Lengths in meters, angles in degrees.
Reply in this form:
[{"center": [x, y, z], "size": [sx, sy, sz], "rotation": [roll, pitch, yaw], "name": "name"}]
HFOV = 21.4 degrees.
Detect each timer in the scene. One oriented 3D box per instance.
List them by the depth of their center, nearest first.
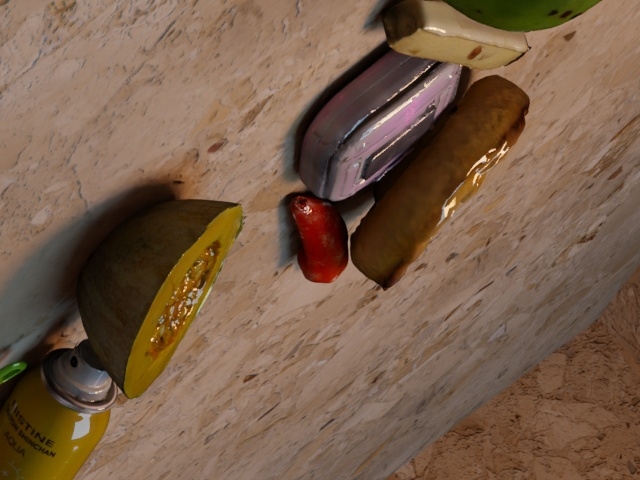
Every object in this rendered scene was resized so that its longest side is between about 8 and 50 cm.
[{"center": [0.068, -0.134, 1.850], "size": [0.208, 0.069, 0.191], "rotation": [-41, 166, -17], "name": "timer"}]

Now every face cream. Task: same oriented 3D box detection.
[{"center": [-0.308, 0.233, 1.761], "size": [0.105, 0.105, 0.349], "rotation": [-20, 151, -56], "name": "face cream"}]

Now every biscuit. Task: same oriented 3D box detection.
[{"center": [0.144, -0.216, 1.762], "size": [0.056, 0.052, 0.188], "rotation": [-23, 163, 40], "name": "biscuit"}, {"center": [0.136, -0.077, 2.031], "size": [0.296, 0.102, 0.296], "rotation": [-53, 179, -1], "name": "biscuit"}]

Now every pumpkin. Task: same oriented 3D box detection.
[{"center": [-0.168, 0.037, 1.647], "size": [0.217, 0.110, 0.217], "rotation": [-54, 163, -24], "name": "pumpkin"}]

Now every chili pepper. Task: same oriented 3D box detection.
[{"center": [0.000, 0.000, 2.034], "size": [0.071, 0.063, 0.272], "rotation": [-54, 164, -15], "name": "chili pepper"}]

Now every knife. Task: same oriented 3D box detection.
[{"center": [-0.352, 0.168, 1.634], "size": [0.166, 0.022, 0.078], "rotation": [-43, 171, -2], "name": "knife"}]

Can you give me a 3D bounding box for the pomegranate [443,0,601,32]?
[{"center": [0.146, -0.281, 1.451], "size": [0.236, 0.236, 0.302], "rotation": [-34, -173, -34], "name": "pomegranate"}]
